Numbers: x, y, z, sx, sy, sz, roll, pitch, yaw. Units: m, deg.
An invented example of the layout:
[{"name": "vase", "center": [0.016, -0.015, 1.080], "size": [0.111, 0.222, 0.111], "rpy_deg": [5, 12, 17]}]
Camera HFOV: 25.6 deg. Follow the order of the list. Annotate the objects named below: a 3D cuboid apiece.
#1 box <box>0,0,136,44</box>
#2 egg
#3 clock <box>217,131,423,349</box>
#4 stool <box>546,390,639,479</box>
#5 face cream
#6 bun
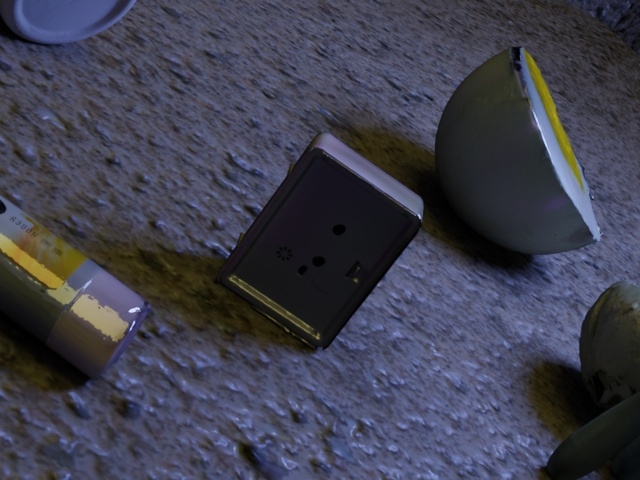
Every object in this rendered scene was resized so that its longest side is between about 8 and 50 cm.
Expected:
[{"name": "box", "center": [-0.318, -0.359, 1.716], "size": [0.291, 0.262, 0.206], "rpy_deg": [18, 41, -56]}, {"name": "egg", "center": [0.272, -0.107, 2.063], "size": [0.337, 0.201, 0.337], "rpy_deg": [54, 20, -31]}, {"name": "clock", "center": [0.000, 0.000, 1.493], "size": [0.147, 0.192, 0.071], "rpy_deg": [34, 23, -6]}, {"name": "stool", "center": [0.402, 0.254, 1.580], "size": [0.195, 0.199, 0.195], "rpy_deg": [12, 32, -47]}, {"name": "face cream", "center": [-0.277, 0.013, 1.235], "size": [0.269, 0.073, 0.107], "rpy_deg": [37, 31, -2]}, {"name": "bun", "center": [0.426, 0.179, 1.785], "size": [0.259, 0.152, 0.259], "rpy_deg": [39, -11, 9]}]
